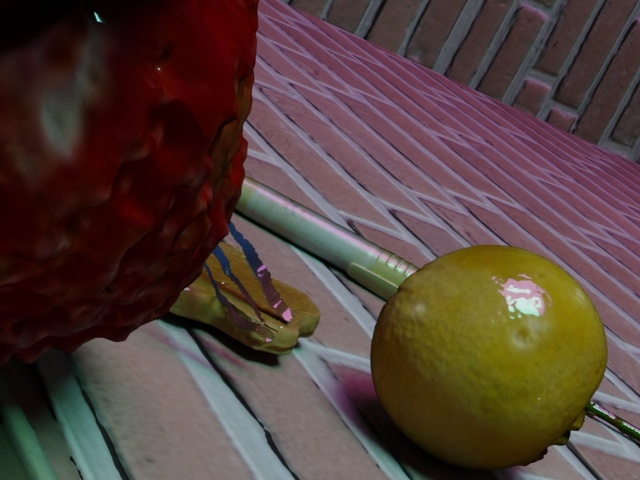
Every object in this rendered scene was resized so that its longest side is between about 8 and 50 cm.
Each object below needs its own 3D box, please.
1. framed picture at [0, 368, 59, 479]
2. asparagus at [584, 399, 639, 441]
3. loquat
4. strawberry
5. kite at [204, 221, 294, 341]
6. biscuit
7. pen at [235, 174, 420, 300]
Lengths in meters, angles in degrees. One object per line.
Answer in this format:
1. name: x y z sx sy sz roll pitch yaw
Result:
1. framed picture: -0.253 0.012 0.598 0.240 0.020 0.324 18 17 -36
2. asparagus: 0.241 0.147 1.094 0.166 0.013 0.016 31 3 11
3. loquat: 0.098 0.067 0.849 0.141 0.141 0.141 26 13 -7
4. strawberry: -0.160 -0.071 0.580 0.291 0.310 0.292 9 40 -8
5. kite: -0.094 -0.047 0.818 0.245 0.015 0.141 54 16 -2
6. biscuit: -0.086 0.018 0.895 0.184 0.027 0.133 26 16 -2
7. pen: 0.000 0.000 1.138 0.233 0.032 0.040 28 36 6
